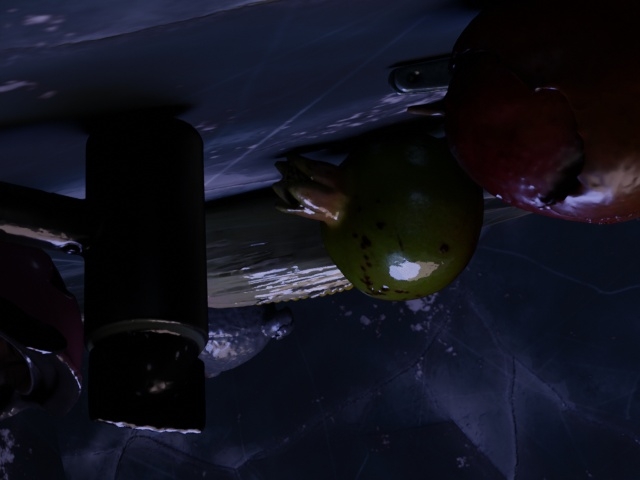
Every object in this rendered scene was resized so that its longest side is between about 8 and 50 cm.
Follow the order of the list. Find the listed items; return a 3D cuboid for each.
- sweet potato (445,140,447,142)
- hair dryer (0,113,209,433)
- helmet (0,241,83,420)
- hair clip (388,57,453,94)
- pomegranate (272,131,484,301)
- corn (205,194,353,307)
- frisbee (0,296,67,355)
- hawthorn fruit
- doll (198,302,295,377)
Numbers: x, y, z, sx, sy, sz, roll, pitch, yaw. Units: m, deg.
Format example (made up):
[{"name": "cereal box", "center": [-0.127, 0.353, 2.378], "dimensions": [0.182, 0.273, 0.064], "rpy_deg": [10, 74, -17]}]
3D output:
[{"name": "sweet potato", "center": [0.175, -0.088, 1.305], "dimensions": [0.182, 0.053, 0.054], "rpy_deg": [-16, 157, 14]}, {"name": "hair dryer", "center": [-0.181, 0.008, 0.772], "dimensions": [0.248, 0.196, 0.078], "rpy_deg": [12, 148, -27]}, {"name": "helmet", "center": [-0.286, 0.056, 1.076], "dimensions": [0.198, 0.154, 0.253], "rpy_deg": [33, 139, -27]}, {"name": "hair clip", "center": [0.159, -0.123, 0.885], "dimensions": [0.229, 0.039, 0.070], "rpy_deg": [-13, 177, 4]}, {"name": "pomegranate", "center": [0.054, -0.028, 1.190], "dimensions": [0.205, 0.159, 0.159], "rpy_deg": [18, 161, -25]}, {"name": "corn", "center": [-0.001, -0.003, 1.386], "dimensions": [0.305, 0.122, 0.123], "rpy_deg": [-12, 176, 4]}, {"name": "frisbee", "center": [-0.252, 0.005, 0.831], "dimensions": [0.211, 0.012, 0.187], "rpy_deg": [29, -174, -14]}, {"name": "hawthorn fruit", "center": [0.133, -0.080, 0.741], "dimensions": [0.172, 0.148, 0.148], "rpy_deg": [5, 180, 12]}, {"name": "doll", "center": [-0.148, 0.096, 1.765], "dimensions": [0.245, 0.158, 0.340], "rpy_deg": [-10, -172, -10]}]
